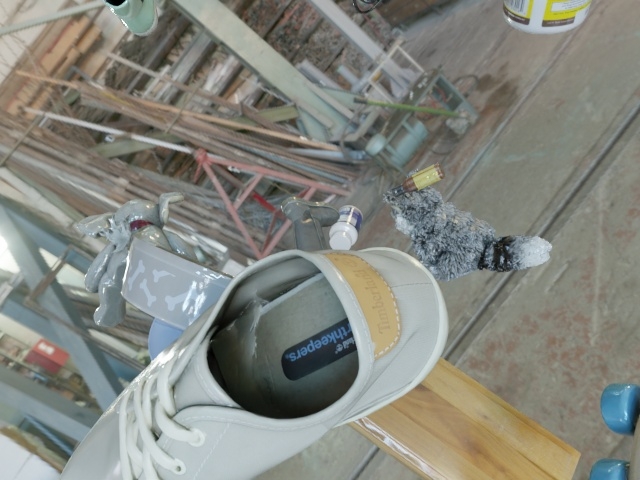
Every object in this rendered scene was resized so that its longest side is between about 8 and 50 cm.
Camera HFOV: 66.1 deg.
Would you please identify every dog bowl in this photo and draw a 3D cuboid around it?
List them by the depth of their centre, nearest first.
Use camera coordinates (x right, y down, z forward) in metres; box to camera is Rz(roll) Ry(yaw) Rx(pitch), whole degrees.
[{"bbox_3d":[-0.187,0.105,0.878,0.102,0.348,0.348,-67,20,-7],"label":"dog bowl"}]

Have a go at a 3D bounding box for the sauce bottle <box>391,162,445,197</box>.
[{"bbox_3d":[0.229,-0.140,1.163,0.128,0.042,0.042,-23,31,27],"label":"sauce bottle"}]

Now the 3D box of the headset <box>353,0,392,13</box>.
[{"bbox_3d":[0.107,-0.497,0.766,0.243,0.185,0.394,-26,35,48],"label":"headset"}]

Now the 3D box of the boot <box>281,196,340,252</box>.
[{"bbox_3d":[0.000,0.002,1.166,0.076,0.189,0.209,-52,48,34],"label":"boot"}]

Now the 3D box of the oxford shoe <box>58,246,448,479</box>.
[{"bbox_3d":[-0.104,0.146,0.411,0.449,0.130,0.169,-37,62,19],"label":"oxford shoe"}]

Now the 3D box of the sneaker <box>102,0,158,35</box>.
[{"bbox_3d":[-0.367,-0.528,0.900,0.094,0.256,0.151,-12,5,1],"label":"sneaker"}]

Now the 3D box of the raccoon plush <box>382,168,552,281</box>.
[{"bbox_3d":[0.392,-0.073,1.383,0.446,0.299,0.216,-15,20,44],"label":"raccoon plush"}]

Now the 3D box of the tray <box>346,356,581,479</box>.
[{"bbox_3d":[0.261,0.370,0.937,0.203,0.410,0.076,-52,-11,-24],"label":"tray"}]

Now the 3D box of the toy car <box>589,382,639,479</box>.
[{"bbox_3d":[0.524,0.306,0.624,0.219,0.238,0.210,-32,30,60],"label":"toy car"}]

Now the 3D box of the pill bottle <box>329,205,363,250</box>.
[{"bbox_3d":[0.082,-0.036,1.629,0.094,0.094,0.169,-40,16,35],"label":"pill bottle"}]

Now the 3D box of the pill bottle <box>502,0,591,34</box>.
[{"bbox_3d":[0.315,-0.397,0.646,0.215,0.117,0.117,80,-153,-50],"label":"pill bottle"}]

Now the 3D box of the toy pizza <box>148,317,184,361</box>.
[{"bbox_3d":[-0.283,0.208,1.076,0.201,0.201,0.032,-56,-24,-10],"label":"toy pizza"}]

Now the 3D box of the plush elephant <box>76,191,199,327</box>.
[{"bbox_3d":[-0.433,0.016,1.196,0.271,0.330,0.255,-9,38,-6],"label":"plush elephant"}]
